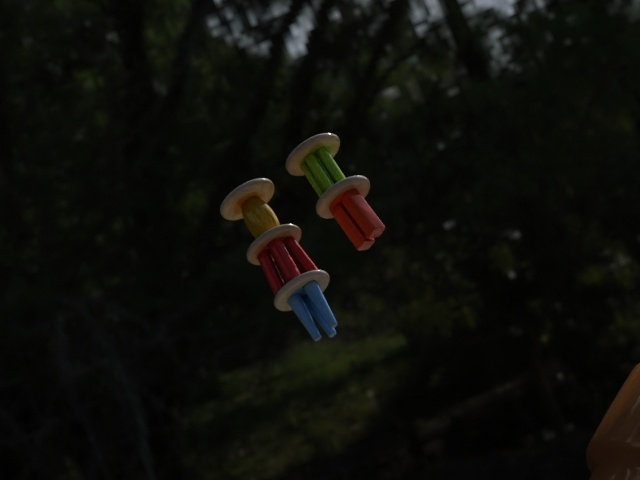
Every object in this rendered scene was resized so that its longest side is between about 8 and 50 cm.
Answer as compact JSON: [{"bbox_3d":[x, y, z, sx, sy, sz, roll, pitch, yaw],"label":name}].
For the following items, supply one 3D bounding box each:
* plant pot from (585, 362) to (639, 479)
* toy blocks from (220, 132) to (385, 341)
[{"bbox_3d":[0.242,0.231,0.907,0.203,0.291,0.291,-52,3,-13],"label":"plant pot"},{"bbox_3d":[0.000,0.000,1.371,0.123,0.148,0.054,-34,-23,5],"label":"toy blocks"}]
